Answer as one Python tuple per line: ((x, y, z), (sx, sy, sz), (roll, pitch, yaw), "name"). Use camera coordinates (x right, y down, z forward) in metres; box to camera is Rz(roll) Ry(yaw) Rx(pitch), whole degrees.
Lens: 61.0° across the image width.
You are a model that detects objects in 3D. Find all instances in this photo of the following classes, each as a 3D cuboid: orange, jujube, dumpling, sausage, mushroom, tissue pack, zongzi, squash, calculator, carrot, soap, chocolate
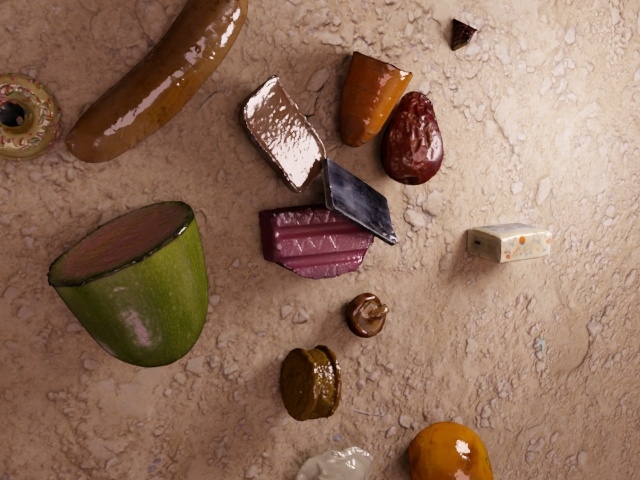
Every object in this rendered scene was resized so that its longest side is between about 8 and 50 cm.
((0.378, 0.662, 1.583), (0.261, 0.261, 0.260), (-5, 102, -24), "orange")
((0.239, -0.263, 1.407), (0.168, 0.168, 0.236), (9, 81, -26), "jujube")
((0.030, 0.649, 1.490), (0.250, 0.132, 0.162), (-27, 120, -2), "dumpling")
((-0.321, -0.346, 1.134), (0.136, 0.123, 0.500), (42, 82, -23), "sausage")
((0.123, 0.204, 1.469), (0.127, 0.087, 0.127), (-4, 98, -27), "mushroom")
((0.554, 0.005, 1.600), (0.196, 0.148, 0.092), (-8, 106, -24), "tissue pack")
((0.396, -0.561, 1.471), (0.074, 0.067, 0.083), (-1, 83, -18), "zongzi")
((-0.339, 0.120, 1.125), (0.310, 0.310, 0.308), (-31, 116, -17), "squash")
((0.101, -0.094, 1.356), (0.262, 0.021, 0.161), (29, 43, -40), "calculator")
((0.120, -0.336, 1.340), (0.159, 0.159, 0.224), (13, 105, -27), "carrot")
((0.000, 0.000, 1.357), (0.289, 0.112, 0.182), (-6, 103, -24), "soap")
((-0.098, -0.241, 1.281), (0.161, 0.083, 0.261), (-51, 122, -29), "chocolate")

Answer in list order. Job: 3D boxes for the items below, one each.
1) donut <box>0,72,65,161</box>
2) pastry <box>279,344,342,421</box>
((-0.593, -0.240, 1.057), (0.175, 0.068, 0.174), (-5, 103, -24), "donut")
((-0.026, 0.361, 1.383), (0.103, 0.189, 0.188), (4, 98, -29), "pastry")
